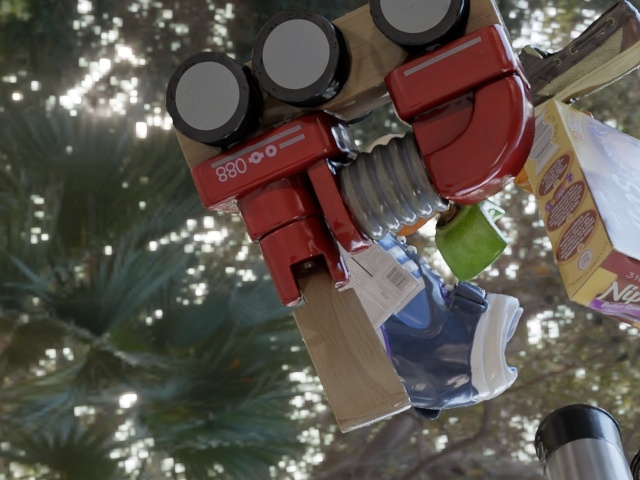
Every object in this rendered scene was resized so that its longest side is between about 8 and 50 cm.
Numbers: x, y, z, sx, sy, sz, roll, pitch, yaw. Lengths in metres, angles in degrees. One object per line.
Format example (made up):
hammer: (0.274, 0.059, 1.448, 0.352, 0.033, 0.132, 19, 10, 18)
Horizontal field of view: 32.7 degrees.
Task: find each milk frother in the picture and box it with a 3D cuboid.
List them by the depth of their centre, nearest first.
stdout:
milk frother: (0.279, 0.228, 0.995, 0.135, 0.143, 0.129, -81, 151, -66)

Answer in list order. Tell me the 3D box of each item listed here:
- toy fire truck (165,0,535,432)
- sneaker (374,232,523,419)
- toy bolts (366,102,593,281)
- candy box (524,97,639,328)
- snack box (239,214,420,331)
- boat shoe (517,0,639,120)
toy fire truck: (0.037, -0.026, 0.672, 0.217, 0.158, 0.246, -23, -98, 14)
sneaker: (0.132, 0.071, 1.392, 0.130, 0.236, 0.323, 108, -24, -46)
toy bolts: (0.153, -0.107, 1.133, 0.218, 0.158, 0.228, -43, -165, 19)
candy box: (0.212, -0.016, 0.775, 0.053, 0.109, 0.187, -57, -159, 30)
snack box: (0.000, 0.000, 0.953, 0.178, 0.022, 0.064, 43, -83, 10)
boat shoe: (0.227, -0.167, 1.108, 0.223, 0.080, 0.073, -27, -84, 23)
